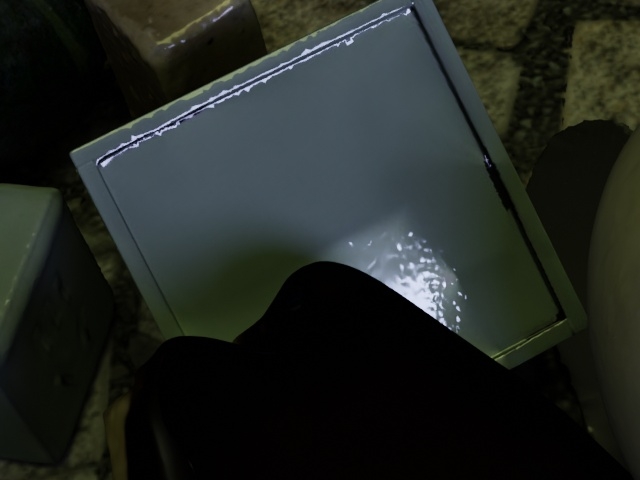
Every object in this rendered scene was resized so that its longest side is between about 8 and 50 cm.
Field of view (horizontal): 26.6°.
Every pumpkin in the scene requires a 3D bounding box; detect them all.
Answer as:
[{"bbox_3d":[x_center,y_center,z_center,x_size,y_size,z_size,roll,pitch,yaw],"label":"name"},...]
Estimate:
[{"bbox_3d":[-0.285,-0.177,1.021,0.300,0.207,0.300,2,60,-4],"label":"pumpkin"}]

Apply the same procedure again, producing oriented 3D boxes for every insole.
[{"bbox_3d":[0.196,0.041,0.880,0.110,0.012,0.310,-10,54,3],"label":"insole"}]

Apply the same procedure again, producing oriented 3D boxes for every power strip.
[{"bbox_3d":[-0.269,0.047,0.892,0.224,0.140,0.139,6,57,15],"label":"power strip"}]

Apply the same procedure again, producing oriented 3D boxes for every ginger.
[{"bbox_3d":[0.035,0.230,0.623,0.413,0.211,0.358,48,30,18],"label":"ginger"}]

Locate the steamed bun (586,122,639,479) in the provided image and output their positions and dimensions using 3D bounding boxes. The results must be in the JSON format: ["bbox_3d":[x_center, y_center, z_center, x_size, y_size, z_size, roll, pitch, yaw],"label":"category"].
[{"bbox_3d":[0.296,0.068,0.677,0.374,0.241,0.374,18,38,-15],"label":"steamed bun"}]

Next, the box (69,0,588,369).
[{"bbox_3d":[0.000,0.000,0.820,0.225,0.117,0.225,-27,94,-8],"label":"box"}]

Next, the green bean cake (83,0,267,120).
[{"bbox_3d":[-0.091,-0.119,0.950,0.085,0.179,0.109,-36,55,-14],"label":"green bean cake"}]
